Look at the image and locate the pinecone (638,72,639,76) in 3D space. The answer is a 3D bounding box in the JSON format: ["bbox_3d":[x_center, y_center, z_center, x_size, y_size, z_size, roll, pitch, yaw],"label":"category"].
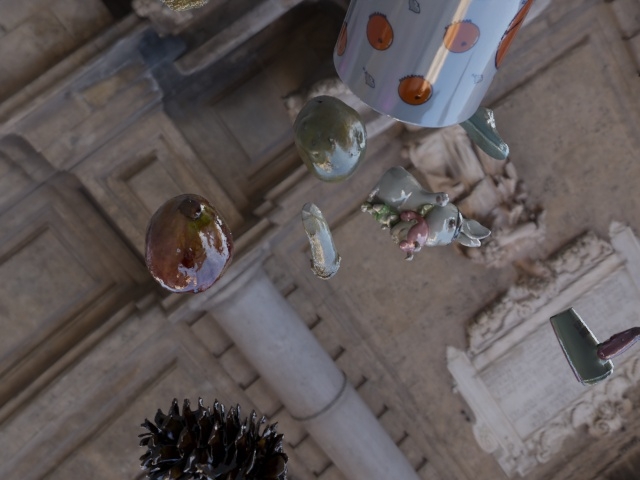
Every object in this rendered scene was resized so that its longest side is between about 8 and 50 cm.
[{"bbox_3d":[0.490,-0.214,0.930,0.140,0.120,0.140,-42,-144,41],"label":"pinecone"}]

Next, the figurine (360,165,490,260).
[{"bbox_3d":[0.122,-0.017,0.859,0.098,0.146,0.081,-50,174,-12],"label":"figurine"}]

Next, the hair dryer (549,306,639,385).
[{"bbox_3d":[0.390,0.132,0.947,0.054,0.106,0.154,-22,173,-32],"label":"hair dryer"}]

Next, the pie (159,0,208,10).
[{"bbox_3d":[-0.280,-0.555,1.408,0.079,0.163,0.194,-68,176,-49],"label":"pie"}]

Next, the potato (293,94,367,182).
[{"bbox_3d":[0.019,-0.213,1.475,0.160,0.178,0.235,-48,-179,15],"label":"potato"}]

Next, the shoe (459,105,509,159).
[{"bbox_3d":[0.363,-0.270,1.575,0.078,0.195,0.079,-46,174,-8],"label":"shoe"}]

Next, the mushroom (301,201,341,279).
[{"bbox_3d":[0.000,0.000,1.656,0.071,0.209,0.084,18,-127,30],"label":"mushroom"}]

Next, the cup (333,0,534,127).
[{"bbox_3d":[0.157,-0.323,0.838,0.212,0.212,0.317,-54,170,-41],"label":"cup"}]

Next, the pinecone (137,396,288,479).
[{"bbox_3d":[-0.202,0.407,1.285,0.246,0.292,0.246,-63,-176,9],"label":"pinecone"}]

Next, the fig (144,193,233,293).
[{"bbox_3d":[-0.326,0.004,1.754,0.223,0.263,0.224,0,-161,0],"label":"fig"}]
